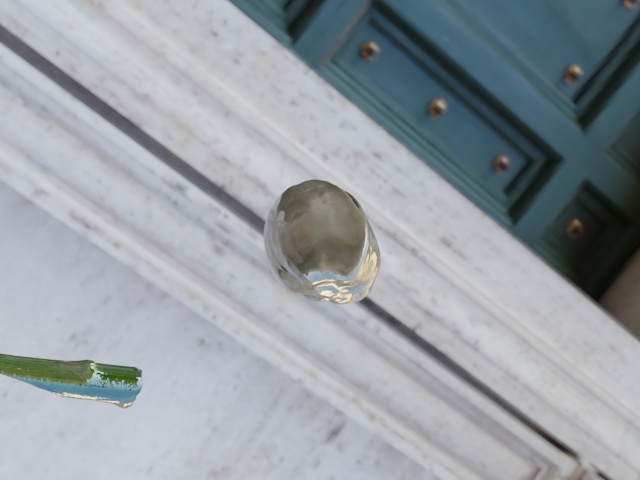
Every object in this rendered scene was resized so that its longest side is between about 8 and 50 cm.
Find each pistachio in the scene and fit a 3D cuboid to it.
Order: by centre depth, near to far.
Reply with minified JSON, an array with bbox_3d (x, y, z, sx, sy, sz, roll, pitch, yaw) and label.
[{"bbox_3d":[0.000,0.000,1.232,0.113,0.113,0.149,-45,-140,16],"label":"pistachio"}]

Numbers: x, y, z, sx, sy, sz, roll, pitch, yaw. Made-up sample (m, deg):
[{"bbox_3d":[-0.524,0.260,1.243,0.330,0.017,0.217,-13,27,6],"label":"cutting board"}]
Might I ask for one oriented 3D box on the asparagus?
[{"bbox_3d":[-0.266,0.139,1.336,0.045,0.178,0.041,-45,-137,46],"label":"asparagus"}]
